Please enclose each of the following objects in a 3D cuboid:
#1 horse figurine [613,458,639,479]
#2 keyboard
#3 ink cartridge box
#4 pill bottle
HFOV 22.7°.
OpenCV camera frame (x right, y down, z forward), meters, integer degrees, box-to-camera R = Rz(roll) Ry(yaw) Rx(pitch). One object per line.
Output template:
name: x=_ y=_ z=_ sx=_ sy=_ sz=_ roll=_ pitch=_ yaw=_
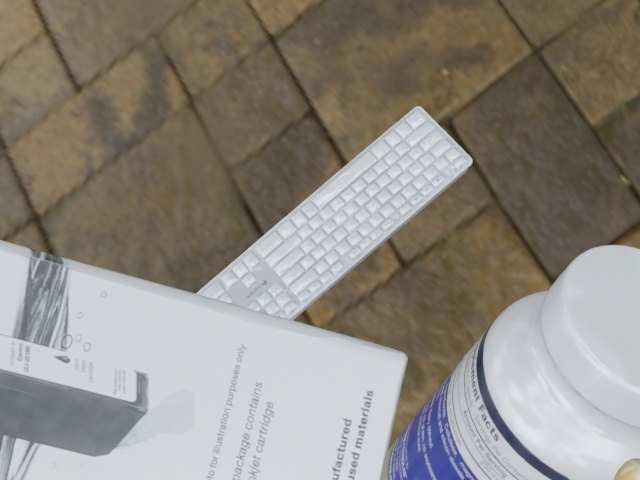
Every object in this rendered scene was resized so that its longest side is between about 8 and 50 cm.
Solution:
horse figurine: x=0.152 y=0.182 z=0.541 sx=0.174 sy=0.066 sz=0.263 roll=22 pitch=92 yaw=50
keyboard: x=0.000 y=0.000 z=1.229 sx=0.256 sy=0.014 sz=0.072 roll=-40 pitch=65 yaw=-1
ink cartridge box: x=-0.125 y=0.082 z=0.723 sx=0.273 sy=0.197 sz=0.114 roll=17 pitch=73 yaw=-11
pill bottle: x=0.157 y=0.129 z=1.097 sx=0.265 sy=0.153 sz=0.153 roll=-56 pitch=44 yaw=45
